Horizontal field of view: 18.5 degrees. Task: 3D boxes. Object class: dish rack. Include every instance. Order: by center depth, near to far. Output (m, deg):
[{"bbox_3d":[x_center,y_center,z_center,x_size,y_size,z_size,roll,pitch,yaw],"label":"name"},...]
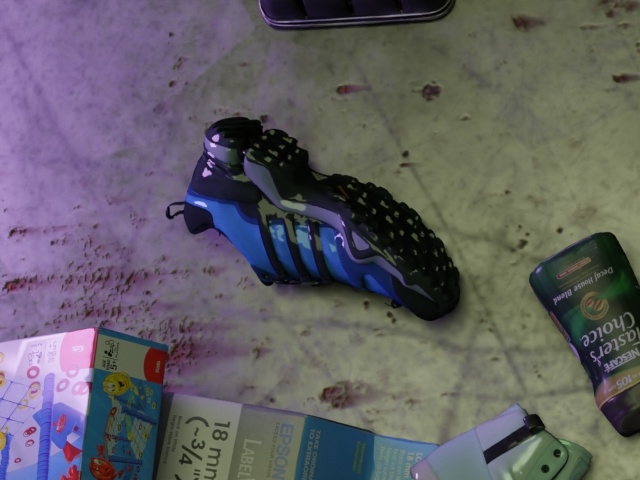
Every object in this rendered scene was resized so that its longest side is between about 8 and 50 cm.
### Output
[{"bbox_3d":[0.034,-0.363,2.038,0.208,0.074,0.272,-2,75,12],"label":"dish rack"}]

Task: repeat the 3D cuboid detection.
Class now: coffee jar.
[{"bbox_3d":[0.280,0.090,1.866,0.096,0.079,0.184,-30,73,5],"label":"coffee jar"}]

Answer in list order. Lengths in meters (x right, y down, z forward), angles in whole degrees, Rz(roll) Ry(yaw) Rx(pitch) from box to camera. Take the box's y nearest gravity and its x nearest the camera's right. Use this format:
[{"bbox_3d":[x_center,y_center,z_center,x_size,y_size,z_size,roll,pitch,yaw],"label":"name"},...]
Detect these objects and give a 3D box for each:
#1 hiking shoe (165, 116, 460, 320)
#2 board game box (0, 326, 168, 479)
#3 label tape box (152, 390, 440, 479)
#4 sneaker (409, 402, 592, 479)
[{"bbox_3d":[0.000,0.000,1.958,0.304,0.113,0.132,34,117,12],"label":"hiking shoe"},{"bbox_3d":[-0.288,0.251,1.871,0.308,0.086,0.302,-11,67,45],"label":"board game box"},{"bbox_3d":[-0.073,0.279,1.891,0.333,0.106,0.241,7,79,15],"label":"label tape box"},{"bbox_3d":[0.215,0.272,1.832,0.151,0.094,0.256,-37,73,0],"label":"sneaker"}]
